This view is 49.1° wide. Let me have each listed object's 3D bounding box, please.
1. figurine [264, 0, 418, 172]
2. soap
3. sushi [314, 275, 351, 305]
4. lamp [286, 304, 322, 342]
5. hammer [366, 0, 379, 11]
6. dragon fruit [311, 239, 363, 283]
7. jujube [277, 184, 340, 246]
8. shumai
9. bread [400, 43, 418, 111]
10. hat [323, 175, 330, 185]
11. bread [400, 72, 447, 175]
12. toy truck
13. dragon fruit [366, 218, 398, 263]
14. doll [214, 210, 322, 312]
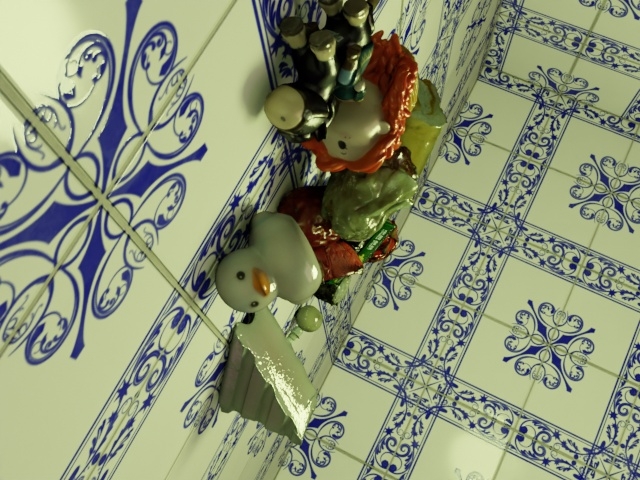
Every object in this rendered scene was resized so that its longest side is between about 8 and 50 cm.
[{"bbox_3d":[0.038,-0.286,1.328,0.412,0.241,0.306,10,96,-67],"label":"figurine"},{"bbox_3d":[-0.107,0.341,1.802,0.159,0.258,0.302,-48,159,-51],"label":"soap"},{"bbox_3d":[0.036,0.137,2.355,0.147,0.115,0.212,-63,170,7],"label":"sushi"},{"bbox_3d":[-0.067,0.290,2.326,0.163,0.091,0.091,-45,163,-13],"label":"lamp"},{"bbox_3d":[0.095,-0.489,1.545,0.365,0.044,0.111,-63,168,-4],"label":"hammer"},{"bbox_3d":[0.002,0.038,1.904,0.224,0.219,0.148,164,-85,-82],"label":"dragon fruit"},{"bbox_3d":[-0.016,-0.062,1.673,0.155,0.155,0.230,-66,158,6],"label":"jujube"},{"bbox_3d":[0.129,-0.119,1.585,0.189,0.218,0.255,48,42,-40],"label":"shumai"},{"bbox_3d":[0.132,-0.363,1.593,0.199,0.199,0.104,-60,163,-22],"label":"bread"},{"bbox_3d":[0.037,-0.080,1.851,0.126,0.203,0.203,-16,134,-44],"label":"hat"},{"bbox_3d":[0.188,-0.287,1.954,0.300,0.210,0.341,-85,-167,-46],"label":"bread"},{"bbox_3d":[0.098,0.020,2.130,0.259,0.088,0.121,-50,152,15],"label":"toy truck"},{"bbox_3d":[0.178,-0.007,2.510,0.274,0.192,0.192,0,92,-67],"label":"dragon fruit"},{"bbox_3d":[-0.118,0.059,1.444,0.221,0.221,0.251,-66,-164,5],"label":"doll"}]
